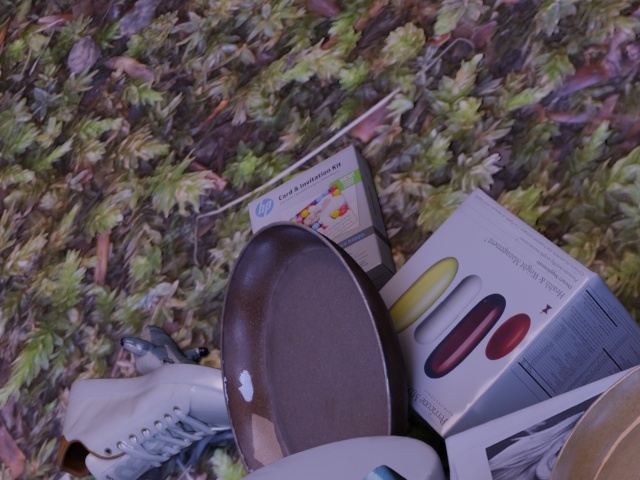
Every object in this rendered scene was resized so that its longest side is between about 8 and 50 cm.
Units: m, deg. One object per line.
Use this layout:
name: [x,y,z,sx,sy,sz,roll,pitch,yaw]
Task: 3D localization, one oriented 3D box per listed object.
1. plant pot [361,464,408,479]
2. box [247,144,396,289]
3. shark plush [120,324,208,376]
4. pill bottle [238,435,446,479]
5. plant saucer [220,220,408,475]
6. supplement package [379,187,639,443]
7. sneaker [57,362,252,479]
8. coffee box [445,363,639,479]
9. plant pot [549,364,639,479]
plant pot: [0.078,0.299,1.256,0.166,0.165,0.234,-44,57,4]
box: [0.000,0.000,2.148,0.145,0.038,0.186,-29,43,18]
shark plush: [-0.154,0.129,2.161,0.161,0.073,0.067,5,32,46]
pill bottle: [0.052,0.367,1.522,0.224,0.392,0.224,-15,13,4]
plant saucer: [-0.002,0.134,1.857,0.311,0.050,0.310,15,108,57]
supplement package: [0.166,0.099,1.854,0.203,0.149,0.194,-47,42,-3]
sneaker: [-0.172,0.207,2.084,0.290,0.106,0.123,-13,53,45]
coffee box: [0.328,0.302,1.423,0.334,0.337,0.338,-24,46,22]
plant pot: [0.260,0.174,1.301,0.236,0.032,0.236,-20,49,24]
